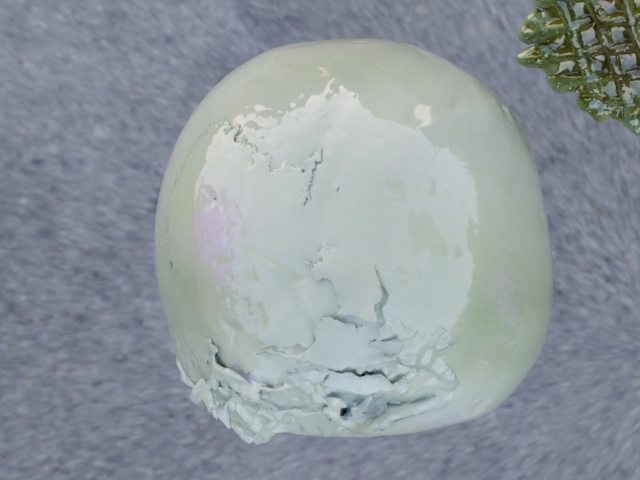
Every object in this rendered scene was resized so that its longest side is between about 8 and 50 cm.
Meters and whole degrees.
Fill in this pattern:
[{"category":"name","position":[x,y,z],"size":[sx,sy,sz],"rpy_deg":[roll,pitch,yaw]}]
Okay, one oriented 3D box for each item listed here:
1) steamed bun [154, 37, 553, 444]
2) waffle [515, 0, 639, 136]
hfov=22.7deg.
[{"category":"steamed bun","position":[0.000,0.000,1.225],"size":[0.334,0.233,0.312],"rpy_deg":[-10,91,33]},{"category":"waffle","position":[0.263,-0.170,1.359],"size":[0.183,0.036,0.169],"rpy_deg":[27,131,2]}]
